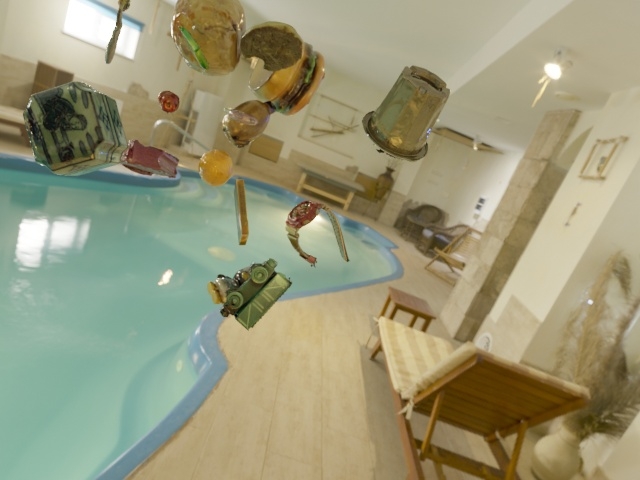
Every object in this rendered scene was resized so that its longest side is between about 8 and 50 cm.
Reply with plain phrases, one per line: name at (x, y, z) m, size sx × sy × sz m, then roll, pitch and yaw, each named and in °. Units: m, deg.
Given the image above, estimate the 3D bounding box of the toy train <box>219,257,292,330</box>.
toy train at (-0.234, 0.189, 1.441) m, size 0.154 × 0.269 × 0.115 m, roll 45°, pitch -12°, yaw -10°

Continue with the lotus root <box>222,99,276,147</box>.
lotus root at (-0.319, -0.563, 1.866) m, size 0.183 × 0.182 × 0.310 m, roll 30°, pitch 60°, yaw 27°

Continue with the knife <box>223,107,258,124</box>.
knife at (-0.275, -0.424, 1.384) m, size 0.132 × 0.038 × 0.398 m, roll 13°, pitch 14°, yaw -16°

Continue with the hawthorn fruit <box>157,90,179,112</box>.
hawthorn fruit at (-0.618, -0.560, 1.639) m, size 0.093 × 0.093 × 0.093 m, roll 21°, pitch 14°, yaw -5°

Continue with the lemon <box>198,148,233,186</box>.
lemon at (-0.447, -0.303, 1.710) m, size 0.142 × 0.187 × 0.142 m, roll 14°, pitch 48°, yaw -15°

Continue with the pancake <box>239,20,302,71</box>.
pancake at (-0.188, -0.764, 1.588) m, size 0.254 × 0.037 × 0.253 m, roll -2°, pitch -19°, yaw -1°

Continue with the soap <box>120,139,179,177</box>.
soap at (-0.774, -0.362, 1.790) m, size 0.182 × 0.112 × 0.289 m, roll 4°, pitch -4°, yaw 4°

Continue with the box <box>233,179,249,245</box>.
box at (-0.209, -0.073, 1.063) m, size 0.022 × 0.156 × 0.089 m, roll -4°, pitch -19°, yaw -16°

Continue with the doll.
doll at (-0.279, 0.173, 1.583) m, size 0.314 × 0.141 × 0.177 m, roll -11°, pitch 50°, yaw -38°

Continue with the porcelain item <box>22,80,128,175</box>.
porcelain item at (-0.847, -0.380, 1.392) m, size 0.286 × 0.281 × 0.157 m, roll -12°, pitch 4°, yaw 7°

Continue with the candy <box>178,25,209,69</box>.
candy at (-0.493, -0.751, 1.569) m, size 0.178 × 0.032 × 0.102 m, roll 55°, pitch -10°, yaw 27°

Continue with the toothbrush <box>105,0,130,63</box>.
toothbrush at (-0.808, -0.821, 1.591) m, size 0.035 × 0.042 × 0.413 m, roll -21°, pitch -1°, yaw -38°

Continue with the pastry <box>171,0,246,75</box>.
pastry at (-0.516, -0.959, 1.847) m, size 0.313 × 0.388 × 0.388 m, roll 12°, pitch 14°, yaw 1°

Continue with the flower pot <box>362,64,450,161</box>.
flower pot at (0.326, -0.472, 1.467) m, size 0.291 × 0.259 × 0.290 m, roll 13°, pitch 47°, yaw -14°

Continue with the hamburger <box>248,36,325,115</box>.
hamburger at (-0.155, -0.835, 2.059) m, size 0.278 × 0.395 × 0.396 m, roll 26°, pitch 9°, yaw -34°

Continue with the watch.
watch at (-0.007, -0.002, 1.278) m, size 0.165 × 0.268 × 0.102 m, roll -36°, pitch 34°, yaw -21°
